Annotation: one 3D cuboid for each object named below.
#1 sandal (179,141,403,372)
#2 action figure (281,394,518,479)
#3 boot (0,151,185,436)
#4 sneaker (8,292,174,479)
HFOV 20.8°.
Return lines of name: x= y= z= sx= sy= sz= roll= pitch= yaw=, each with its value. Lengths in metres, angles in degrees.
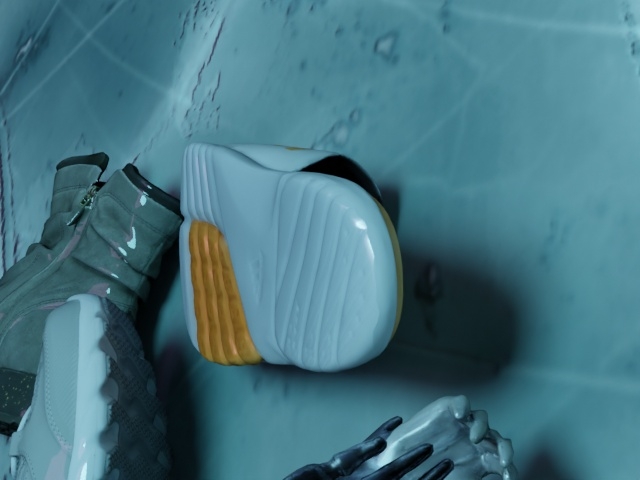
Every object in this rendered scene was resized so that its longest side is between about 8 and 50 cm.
sandal: x=0.000 y=0.011 z=0.762 sx=0.265 sy=0.076 sz=0.102 roll=-164 pitch=72 yaw=-68
action figure: x=0.020 y=0.147 z=0.607 sx=0.275 sy=0.141 sz=0.164 roll=96 pitch=156 yaw=-78
boot: x=-0.165 y=0.030 z=1.003 sx=0.246 sy=0.083 sz=0.161 roll=5 pitch=70 yaw=50
sneaker: x=-0.142 y=0.157 z=0.822 sx=0.115 sy=0.105 sz=0.281 roll=0 pitch=68 yaw=15
